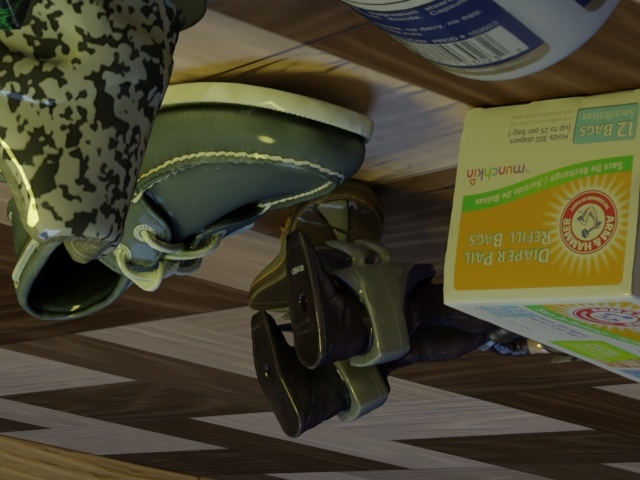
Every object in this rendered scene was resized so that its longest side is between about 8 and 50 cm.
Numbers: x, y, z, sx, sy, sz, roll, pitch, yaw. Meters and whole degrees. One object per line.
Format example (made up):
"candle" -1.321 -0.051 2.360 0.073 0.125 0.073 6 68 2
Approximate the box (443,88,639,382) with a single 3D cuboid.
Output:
"box" 0.169 0.005 0.977 0.114 0.103 0.203 -4 162 42

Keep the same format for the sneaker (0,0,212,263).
"sneaker" -0.231 -0.072 0.716 0.410 0.182 0.158 3 166 20

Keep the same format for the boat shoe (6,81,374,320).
"boat shoe" -0.080 -0.014 1.047 0.116 0.099 0.319 17 164 -33

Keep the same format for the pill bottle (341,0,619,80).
"pill bottle" 0.022 -0.118 0.572 0.094 0.094 0.169 -2 163 34

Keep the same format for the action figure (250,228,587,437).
"action figure" 0.107 0.039 1.143 0.285 0.099 0.185 -6 159 -27

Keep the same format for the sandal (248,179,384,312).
"sandal" 0.000 0.000 1.188 0.072 0.049 0.180 4 153 -10

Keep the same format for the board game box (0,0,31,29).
"board game box" -0.177 -0.151 0.529 0.136 0.030 0.259 2 148 12
